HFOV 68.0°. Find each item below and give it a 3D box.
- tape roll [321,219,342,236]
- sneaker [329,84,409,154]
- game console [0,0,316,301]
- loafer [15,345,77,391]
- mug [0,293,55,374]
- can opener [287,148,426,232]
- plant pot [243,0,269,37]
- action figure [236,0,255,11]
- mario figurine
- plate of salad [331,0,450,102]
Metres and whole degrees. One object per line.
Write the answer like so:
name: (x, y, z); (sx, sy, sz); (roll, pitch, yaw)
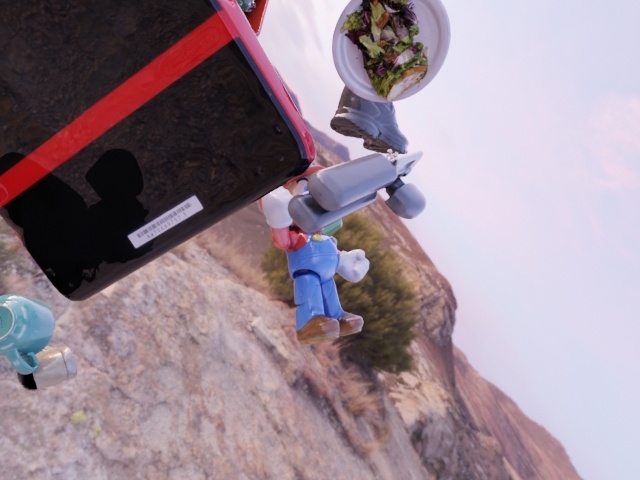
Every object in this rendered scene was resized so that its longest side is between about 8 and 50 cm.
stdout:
tape roll: (-0.065, -0.143, 1.310); (0.321, 0.077, 0.321); (52, -9, 11)
sneaker: (0.131, -0.269, 1.047); (0.108, 0.130, 0.286); (13, 1, 29)
game console: (-0.243, -0.145, 0.534); (0.342, 0.386, 0.060); (58, 18, -12)
loafer: (-0.661, 0.300, 1.107); (0.092, 0.268, 0.102); (-8, 78, -49)
mug: (-0.634, 0.185, 0.989); (0.157, 0.130, 0.097); (31, -13, 11)
can opener: (0.069, -0.063, 0.582); (0.093, 0.074, 0.280); (51, 33, 12)
plant pot: (-0.285, -0.506, 1.027); (0.267, 0.235, 0.267); (27, 49, -26)
action figure: (-0.143, -0.398, 0.794); (0.063, 0.232, 0.137); (44, 33, -32)
mario figurine: (0.000, 0.000, 0.786); (0.198, 0.169, 0.321); (109, -34, -78)
plate of salad: (0.118, -0.320, 0.785); (0.048, 0.199, 0.200); (-93, 157, -50)
